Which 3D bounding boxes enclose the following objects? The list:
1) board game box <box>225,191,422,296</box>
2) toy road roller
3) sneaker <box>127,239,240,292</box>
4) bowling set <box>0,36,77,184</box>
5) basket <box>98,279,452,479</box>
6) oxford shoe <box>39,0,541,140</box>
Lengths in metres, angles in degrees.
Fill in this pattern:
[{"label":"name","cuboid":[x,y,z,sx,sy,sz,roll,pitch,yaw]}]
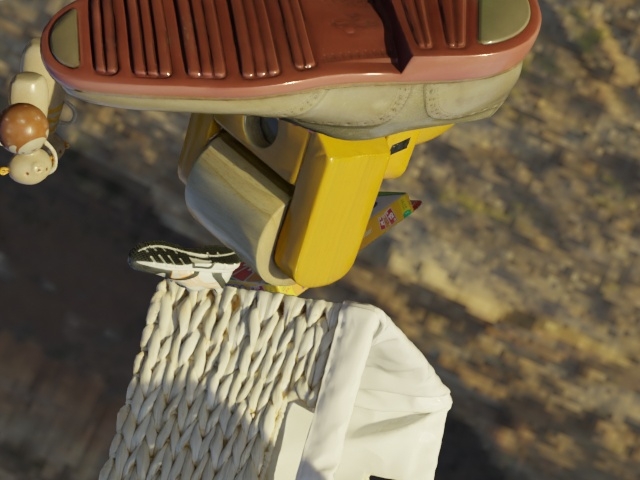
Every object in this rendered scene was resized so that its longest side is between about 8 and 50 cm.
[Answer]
[{"label":"board game box","cuboid":[0.000,0.000,2.146,0.124,0.259,0.039,4,119,48]},{"label":"toy road roller","cuboid":[0.026,-0.130,1.743,0.240,0.329,0.202,-5,-146,-42]},{"label":"sneaker","cuboid":[-0.127,0.028,1.610,0.109,0.044,0.040,7,-147,-29]},{"label":"bowling set","cuboid":[-0.364,-0.100,1.861,0.287,0.154,0.200,-11,-147,-27]},{"label":"basket","cuboid":[-0.049,0.245,1.888,0.266,0.328,0.331,9,162,21]},{"label":"oxford shoe","cuboid":[-0.022,-0.114,1.249,0.348,0.123,0.130,-1,144,-6]}]
